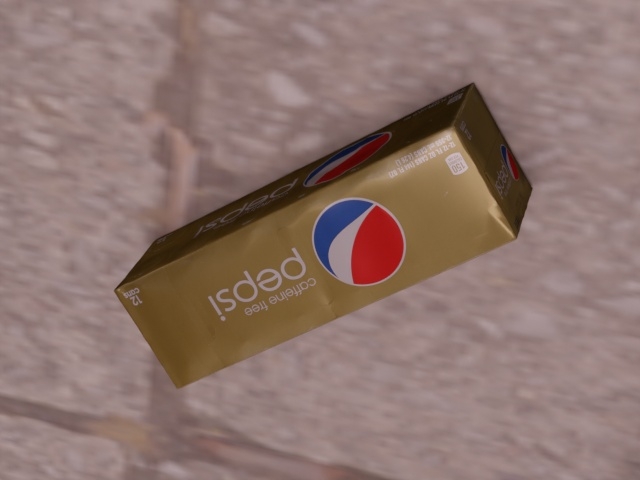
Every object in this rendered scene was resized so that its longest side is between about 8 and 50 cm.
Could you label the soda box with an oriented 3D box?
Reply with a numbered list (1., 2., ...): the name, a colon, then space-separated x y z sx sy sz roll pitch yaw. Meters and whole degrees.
1. soda box: 0.000 0.000 0.656 0.181 0.061 0.058 -26 105 23
